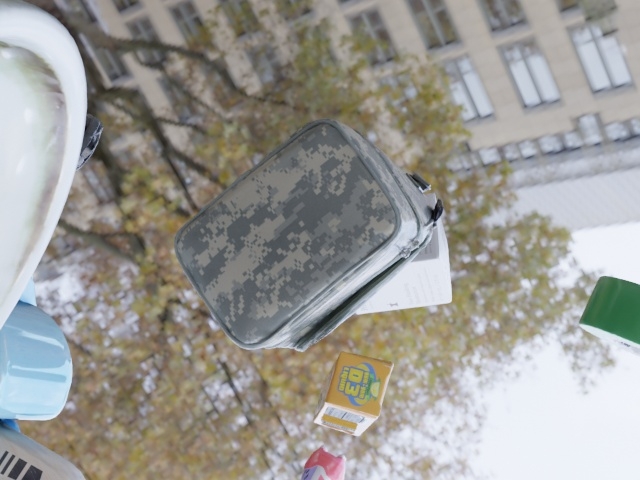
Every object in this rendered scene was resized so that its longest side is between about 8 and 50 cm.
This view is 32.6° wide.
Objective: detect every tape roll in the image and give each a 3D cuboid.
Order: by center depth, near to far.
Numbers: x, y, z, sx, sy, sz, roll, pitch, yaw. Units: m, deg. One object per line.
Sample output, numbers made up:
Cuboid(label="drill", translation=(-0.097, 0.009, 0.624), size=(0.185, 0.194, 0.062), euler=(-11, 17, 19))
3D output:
Cuboid(label="tape roll", translation=(0.510, 0.146, 1.469), size=(0.077, 0.321, 0.321), euler=(-65, -153, -2))

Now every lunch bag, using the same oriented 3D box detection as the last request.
Cuboid(label="lunch bag", translation=(0.000, 0.000, 1.479), size=(0.305, 0.212, 0.256), euler=(-40, 165, 12))

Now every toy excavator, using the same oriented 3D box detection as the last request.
Cuboid(label="toy excavator", translation=(-0.395, 0.226, 1.315), size=(0.445, 0.222, 0.433), euler=(16, -95, 26))

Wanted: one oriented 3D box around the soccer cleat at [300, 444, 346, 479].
Cuboid(label="soccer cleat", translation=(0.002, 0.439, 1.840), size=(0.083, 0.248, 0.095), euler=(24, -125, 21))

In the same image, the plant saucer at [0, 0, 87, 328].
Cuboid(label="plant saucer", translation=(-0.289, 0.023, 0.627), size=(0.400, 0.100, 0.400), euler=(-57, 173, -10))

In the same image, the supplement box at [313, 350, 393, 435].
Cuboid(label="supplement box", translation=(0.042, 0.211, 1.496), size=(0.233, 0.080, 0.078), euler=(112, -6, -73))

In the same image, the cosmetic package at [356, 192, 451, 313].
Cuboid(label="cosmetic package", translation=(0.136, 0.025, 2.001), size=(0.184, 0.151, 0.151), euler=(-9, -128, 12))

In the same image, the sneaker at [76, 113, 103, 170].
Cuboid(label="sneaker", translation=(-0.390, -0.186, 1.561), size=(0.104, 0.147, 0.296), euler=(-60, 175, -11))
